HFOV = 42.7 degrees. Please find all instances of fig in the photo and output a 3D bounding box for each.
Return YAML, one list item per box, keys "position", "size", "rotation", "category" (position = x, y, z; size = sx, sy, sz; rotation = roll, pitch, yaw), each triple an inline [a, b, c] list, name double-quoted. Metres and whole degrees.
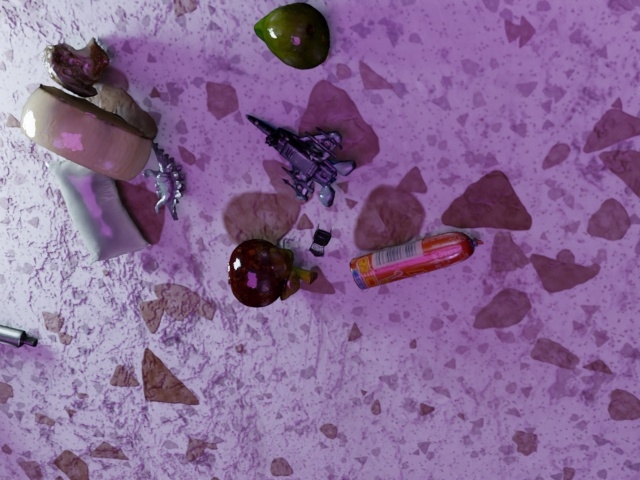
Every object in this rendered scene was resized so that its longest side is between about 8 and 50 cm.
- position: [-0.063, -0.382, 1.531]
  size: [0.156, 0.123, 0.123]
  rotation: [5, 115, 26]
  category: "fig"

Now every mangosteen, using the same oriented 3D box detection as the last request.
- position: [-0.110, 0.059, 1.738]
  size: [0.181, 0.156, 0.145]
  rotation: [-23, 80, -7]
  category: "mangosteen"

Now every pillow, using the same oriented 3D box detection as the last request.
- position: [-0.485, -0.077, 1.800]
  size: [0.144, 0.078, 0.254]
  rotation: [-16, 109, 8]
  category: "pillow"

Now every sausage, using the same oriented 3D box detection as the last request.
- position: [0.198, 0.035, 1.673]
  size: [0.274, 0.074, 0.074]
  rotation: [-17, 108, 20]
  category: "sausage"

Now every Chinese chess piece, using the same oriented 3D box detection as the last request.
- position: [-0.461, -0.213, 1.623]
  size: [0.257, 0.257, 0.104]
  rotation: [26, 96, 2]
  category: "Chinese chess piece"

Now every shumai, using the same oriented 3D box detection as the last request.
- position: [-0.488, -0.361, 1.659]
  size: [0.145, 0.145, 0.116]
  rotation: [38, 94, -4]
  category: "shumai"

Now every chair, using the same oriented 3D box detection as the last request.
- position: [0.001, -0.001, 1.732]
  size: [0.037, 0.042, 0.086]
  rotation: [24, 153, 5]
  category: "chair"

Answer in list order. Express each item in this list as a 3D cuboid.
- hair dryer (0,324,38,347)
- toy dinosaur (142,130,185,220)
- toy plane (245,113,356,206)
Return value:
- position: [-0.881, 0.279, 2.027]
  size: [0.284, 0.156, 0.320]
  rotation: [28, 110, 13]
  category: "hair dryer"
- position: [-0.334, -0.140, 1.751]
  size: [0.082, 0.039, 0.208]
  rotation: [-11, 108, 20]
  category: "toy dinosaur"
- position: [-0.052, -0.180, 1.637]
  size: [0.246, 0.078, 0.169]
  rotation: [33, 118, -2]
  category: "toy plane"
